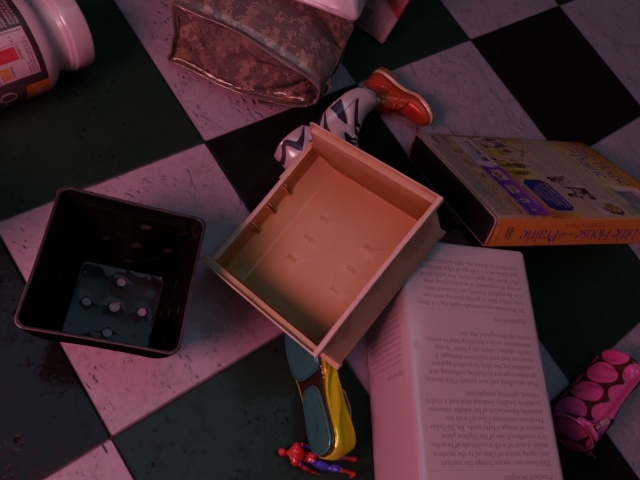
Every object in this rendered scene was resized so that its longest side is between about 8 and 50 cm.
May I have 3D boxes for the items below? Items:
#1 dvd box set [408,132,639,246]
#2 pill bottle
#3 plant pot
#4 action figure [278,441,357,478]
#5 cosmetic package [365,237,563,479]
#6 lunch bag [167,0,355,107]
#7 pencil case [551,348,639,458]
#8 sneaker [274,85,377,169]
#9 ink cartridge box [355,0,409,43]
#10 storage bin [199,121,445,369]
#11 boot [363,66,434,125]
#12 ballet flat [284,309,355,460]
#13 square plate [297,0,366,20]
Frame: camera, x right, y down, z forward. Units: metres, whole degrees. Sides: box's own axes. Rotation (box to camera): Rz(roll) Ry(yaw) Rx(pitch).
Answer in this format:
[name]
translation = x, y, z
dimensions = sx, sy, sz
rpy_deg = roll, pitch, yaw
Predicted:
[dvd box set]
translation = 0.414, -0.102, 1.114
dimensions = 0.420, 0.062, 0.307
rpy_deg = -1, 37, -22
[pill bottle]
translation = -0.492, -0.275, 0.870
dimensions = 0.278, 0.162, 0.162
rpy_deg = -33, 81, -29
[plant pot]
translation = -0.273, 0.065, 0.797
dimensions = 0.188, 0.167, 0.187
rpy_deg = 13, 63, -14
[action figure]
translation = -0.006, 0.319, 0.862
dimensions = 0.115, 0.030, 0.038
rpy_deg = 18, 57, -12
[cosmetic package]
translation = 0.206, 0.240, 0.900
dimensions = 0.230, 0.161, 0.453
rpy_deg = 7, 64, -17
[lunch bag]
translation = -0.090, -0.378, 1.068
dimensions = 0.287, 0.169, 0.235
rpy_deg = 24, 59, -4
[pencil case]
translation = 0.485, 0.274, 1.029
dimensions = 0.209, 0.098, 0.095
rpy_deg = -36, 83, -31
[sneaker]
translation = 0.049, -0.166, 1.067
dimensions = 0.235, 0.094, 0.153
rpy_deg = -39, 85, -30
[ink cartridge box]
translation = 0.088, -0.539, 1.212
dimensions = 0.218, 0.158, 0.092
rpy_deg = 34, 59, -3
[storage bin]
translation = 0.000, 0.000, 0.860
dimensions = 0.260, 0.123, 0.262
rpy_deg = 35, 82, 28
[boot]
translation = 0.148, -0.268, 1.175
dimensions = 0.158, 0.059, 0.084
rpy_deg = 39, 62, 9
[ballet flat]
translation = 0.003, 0.212, 0.893
dimensions = 0.077, 0.077, 0.231
rpy_deg = 11, 54, -41
[square plate]
translation = -0.050, -0.562, 1.052
dimensions = 0.347, 0.049, 0.344
rpy_deg = 21, 58, -1
